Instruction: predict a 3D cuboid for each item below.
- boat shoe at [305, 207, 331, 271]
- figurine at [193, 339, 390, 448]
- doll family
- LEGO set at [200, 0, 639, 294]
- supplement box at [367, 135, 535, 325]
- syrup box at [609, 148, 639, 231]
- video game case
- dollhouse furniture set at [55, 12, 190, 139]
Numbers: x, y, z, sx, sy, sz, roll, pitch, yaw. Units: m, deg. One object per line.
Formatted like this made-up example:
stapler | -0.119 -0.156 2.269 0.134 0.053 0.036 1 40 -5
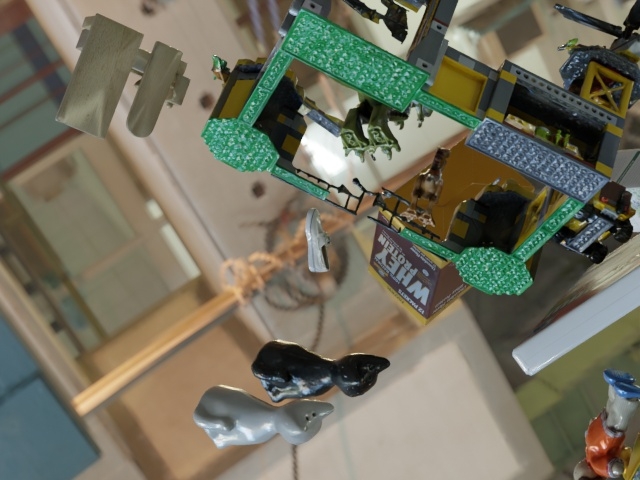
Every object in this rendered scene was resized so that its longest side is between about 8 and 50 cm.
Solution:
boat shoe | 0.000 0.000 2.039 0.035 0.100 0.035 3 -168 24
figurine | -0.037 0.216 1.870 0.209 0.092 0.215 -5 -158 42
doll family | 0.336 0.257 1.342 0.118 0.163 0.263 11 -159 -6
LEGO set | 0.090 -0.128 1.003 0.255 0.331 0.192 112 0 -58
supplement box | 0.187 -0.014 1.974 0.191 0.194 0.129 -37 -112 -22
syrup box | 0.514 -0.076 1.965 0.096 0.093 0.237 -51 -153 -24
video game case | 0.263 0.005 1.026 0.204 0.025 0.285 -38 175 24
dollhouse furniture set | -0.233 -0.169 1.529 0.151 0.144 0.123 13 -98 63
